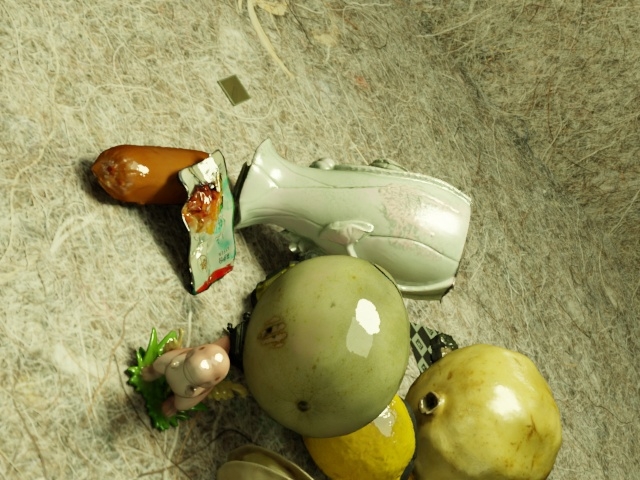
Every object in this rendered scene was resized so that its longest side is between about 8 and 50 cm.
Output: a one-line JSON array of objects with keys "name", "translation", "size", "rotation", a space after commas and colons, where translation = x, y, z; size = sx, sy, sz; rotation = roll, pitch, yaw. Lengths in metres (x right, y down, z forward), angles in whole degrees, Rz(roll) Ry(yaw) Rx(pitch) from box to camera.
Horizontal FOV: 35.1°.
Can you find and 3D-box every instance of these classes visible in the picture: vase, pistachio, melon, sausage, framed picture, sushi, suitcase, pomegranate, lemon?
[{"name": "vase", "translation": [0.055, -0.049, 1.925], "size": [0.445, 0.250, 0.250], "rotation": [18, 35, -3]}, {"name": "pistachio", "translation": [-0.060, 0.403, 1.534], "size": [0.223, 0.152, 0.126], "rotation": [39, 32, 1]}, {"name": "melon", "translation": [0.011, 0.161, 1.611], "size": [0.268, 0.268, 0.330], "rotation": [50, 30, -17]}, {"name": "sausage", "translation": [-0.263, -0.115, 1.774], "size": [0.348, 0.094, 0.097], "rotation": [-4, 65, -61]}, {"name": "framed picture", "translation": [-0.188, -0.329, 2.217], "size": [0.066, 0.006, 0.089], "rotation": [57, 27, -5]}, {"name": "sushi", "translation": [0.303, 0.291, 2.365], "size": [0.231, 0.047, 0.220], "rotation": [22, 44, -50]}, {"name": "suitcase", "translation": [-0.108, 0.194, 1.758], "size": [0.126, 0.059, 0.086], "rotation": [40, 34, -33]}, {"name": "pomegranate", "translation": [0.311, 0.367, 2.015], "size": [0.332, 0.332, 0.333], "rotation": [40, 32, -32]}, {"name": "lemon", "translation": [0.062, 0.328, 1.768], "size": [0.257, 0.188, 0.188], "rotation": [55, 26, 7]}]

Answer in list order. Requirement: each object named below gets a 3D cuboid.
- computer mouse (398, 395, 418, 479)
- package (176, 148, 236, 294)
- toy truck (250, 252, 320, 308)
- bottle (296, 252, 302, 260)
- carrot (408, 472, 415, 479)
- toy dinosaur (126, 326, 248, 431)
[{"name": "computer mouse", "translation": [0.131, 0.385, 1.882], "size": [0.105, 0.062, 0.192], "rotation": [9, 84, -23]}, {"name": "package", "translation": [-0.192, -0.035, 1.766], "size": [0.166, 0.040, 0.232], "rotation": [-34, 122, -61]}, {"name": "toy truck", "translation": [-0.019, 0.145, 1.846], "size": [0.224, 0.147, 0.165], "rotation": [45, 21, -32]}, {"name": "bottle", "translation": [0.000, 0.000, 2.101], "size": [0.093, 0.093, 0.330], "rotation": [43, 31, -28]}, {"name": "carrot", "translation": [0.097, 0.361, 1.939], "size": [0.314, 0.066, 0.066], "rotation": [58, 27, -9]}, {"name": "toy dinosaur", "translation": [-0.192, 0.179, 1.501], "size": [0.194, 0.177, 0.152], "rotation": [-5, 68, -63]}]
